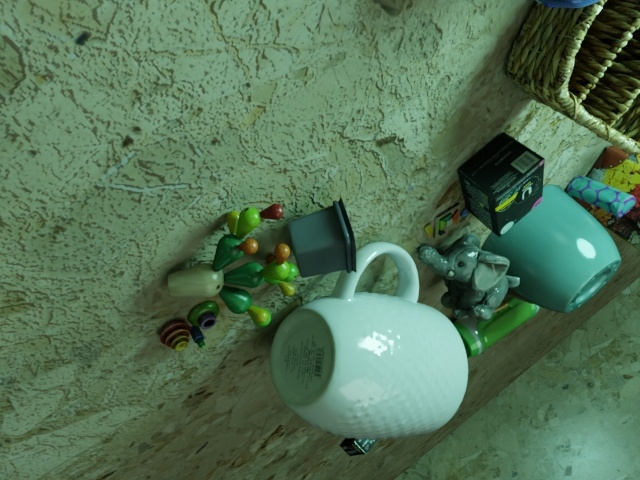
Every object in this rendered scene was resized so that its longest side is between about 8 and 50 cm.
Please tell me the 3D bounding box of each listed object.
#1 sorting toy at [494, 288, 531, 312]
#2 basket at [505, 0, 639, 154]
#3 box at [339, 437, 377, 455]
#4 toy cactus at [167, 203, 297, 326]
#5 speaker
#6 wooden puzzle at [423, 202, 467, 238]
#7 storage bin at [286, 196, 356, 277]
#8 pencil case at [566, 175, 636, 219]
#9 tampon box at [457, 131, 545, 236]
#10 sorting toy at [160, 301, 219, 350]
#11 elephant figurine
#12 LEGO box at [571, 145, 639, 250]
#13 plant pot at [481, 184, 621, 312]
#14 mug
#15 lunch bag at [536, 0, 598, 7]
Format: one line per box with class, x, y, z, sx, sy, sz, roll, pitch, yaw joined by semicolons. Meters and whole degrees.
sorting toy;0.629;0.111;1.385;0.347;0.196;0.047;-31;103;-14
basket;0.467;-0.319;0.692;0.213;0.223;0.299;7;124;-46
box;0.166;0.553;1.413;0.220;0.051;0.175;-40;168;-26
toy cactus;-0.124;0.042;0.665;0.180;0.112;0.219;-8;139;-11
speaker;0.545;0.244;1.455;0.296;0.131;0.131;-28;143;-17
wooden puzzle;0.272;-0.039;0.993;0.116;0.014;0.078;-35;145;-8
storage bin;0.000;0.000;0.722;0.091;0.098;0.135;-15;155;-4
pencil case;0.729;-0.115;1.213;0.064;0.151;0.070;-38;135;-10
tampon box;0.361;-0.107;0.925;0.120;0.101;0.161;-40;145;1
sorting toy;-0.198;0.143;0.732;0.102;0.042;0.061;-30;143;-15
elephant figurine;0.346;0.063;1.069;0.186;0.169;0.239;-53;137;-35
LEGO box;1.026;-0.114;1.299;0.500;0.372;0.193;-14;137;-33
plant pot;0.604;0.041;1.195;0.293;0.235;0.293;-25;141;-22
mug;0.092;0.187;0.892;0.328;0.276;0.374;19;85;-43
lunch bag;0.311;-0.356;0.547;0.219;0.176;0.090;-28;143;-18
